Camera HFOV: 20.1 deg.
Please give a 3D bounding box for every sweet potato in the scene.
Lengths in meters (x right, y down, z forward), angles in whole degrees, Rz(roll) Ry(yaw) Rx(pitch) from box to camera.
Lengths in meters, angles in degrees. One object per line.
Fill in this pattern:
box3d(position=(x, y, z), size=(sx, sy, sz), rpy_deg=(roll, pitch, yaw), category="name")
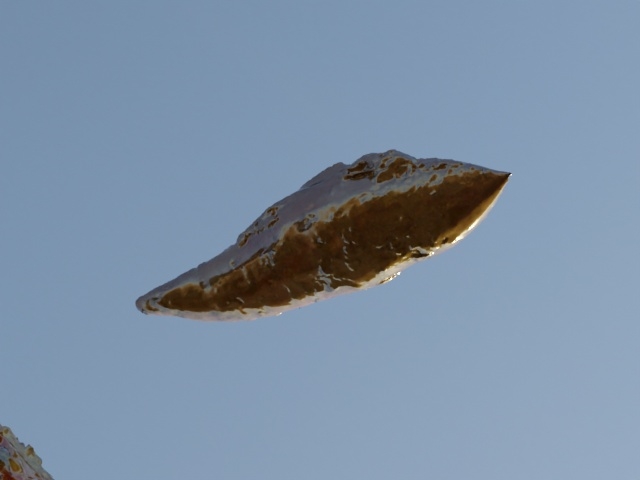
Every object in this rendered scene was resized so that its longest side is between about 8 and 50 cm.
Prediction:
box3d(position=(0.000, 0.000, 0.905), size=(0.206, 0.060, 0.068), rpy_deg=(-24, -109, 13), category="sweet potato")

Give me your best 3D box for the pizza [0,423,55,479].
box3d(position=(-0.124, 0.168, 0.791), size=(0.053, 0.193, 0.201), rpy_deg=(51, -141, -67), category="pizza")
